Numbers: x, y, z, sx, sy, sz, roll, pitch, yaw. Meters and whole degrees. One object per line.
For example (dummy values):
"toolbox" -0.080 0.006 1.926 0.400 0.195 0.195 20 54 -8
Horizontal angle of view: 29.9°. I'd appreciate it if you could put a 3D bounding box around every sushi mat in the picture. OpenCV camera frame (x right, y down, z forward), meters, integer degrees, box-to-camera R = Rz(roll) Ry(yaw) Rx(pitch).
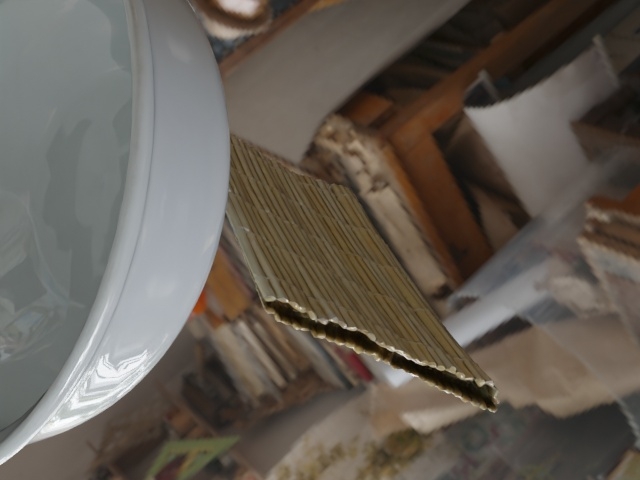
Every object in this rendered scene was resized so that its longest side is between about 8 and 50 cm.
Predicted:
"sushi mat" 0.000 0.000 0.762 0.151 0.019 0.316 24 -165 -22

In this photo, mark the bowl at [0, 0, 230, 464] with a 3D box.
"bowl" -0.142 -0.030 0.597 0.134 0.298 0.298 9 -158 -49
